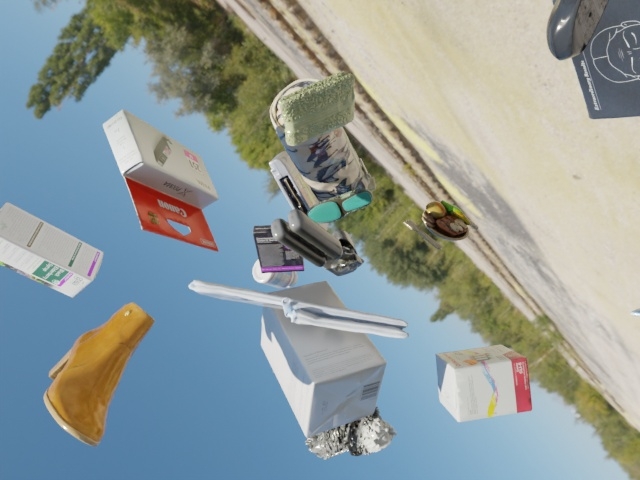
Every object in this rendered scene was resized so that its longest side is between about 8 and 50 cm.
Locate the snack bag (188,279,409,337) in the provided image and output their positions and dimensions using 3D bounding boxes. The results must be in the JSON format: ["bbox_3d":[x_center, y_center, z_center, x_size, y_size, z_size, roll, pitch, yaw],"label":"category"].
[{"bbox_3d":[-0.044,0.124,0.828,0.342,0.037,0.323,12,171,-2],"label":"snack bag"}]

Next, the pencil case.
[{"bbox_3d":[0.015,-0.239,1.239,0.410,0.183,0.160,54,-159,-60],"label":"pencil case"}]

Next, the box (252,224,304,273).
[{"bbox_3d":[-0.103,0.023,1.199,0.162,0.116,0.029,87,-179,-49],"label":"box"}]

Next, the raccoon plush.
[{"bbox_3d":[0.044,0.410,1.311,0.216,0.446,0.299,-25,-101,-35],"label":"raccoon plush"}]

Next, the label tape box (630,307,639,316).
[{"bbox_3d":[0.502,0.133,0.479,0.348,0.115,0.249,3,-179,-42],"label":"label tape box"}]

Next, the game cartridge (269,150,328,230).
[{"bbox_3d":[-0.060,-0.141,1.490,0.294,0.060,0.196,60,-170,-15],"label":"game cartridge"}]

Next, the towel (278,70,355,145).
[{"bbox_3d":[-0.002,-0.238,0.855,0.027,0.148,0.110,56,164,38],"label":"towel"}]

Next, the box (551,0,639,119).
[{"bbox_3d":[0.707,-0.419,0.896,0.293,0.212,0.395,59,170,-20],"label":"box"}]

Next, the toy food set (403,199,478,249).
[{"bbox_3d":[0.313,-0.051,1.177,0.192,0.038,0.132,-24,-125,-39],"label":"toy food set"}]

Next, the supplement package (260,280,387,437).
[{"bbox_3d":[-0.007,0.257,1.086,0.175,0.177,0.293,-10,-143,-24],"label":"supplement package"}]

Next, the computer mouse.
[{"bbox_3d":[0.305,-0.314,0.513,0.041,0.242,0.071,28,-176,43],"label":"computer mouse"}]

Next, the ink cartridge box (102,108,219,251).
[{"bbox_3d":[-0.301,-0.111,0.977,0.239,0.060,0.275,63,-169,17],"label":"ink cartridge box"}]

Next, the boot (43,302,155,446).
[{"bbox_3d":[-0.394,0.223,0.879,0.295,0.211,0.104,20,151,54],"label":"boot"}]

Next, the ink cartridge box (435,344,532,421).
[{"bbox_3d":[0.377,0.331,1.106,0.128,0.176,0.127,-159,62,-83],"label":"ink cartridge box"}]

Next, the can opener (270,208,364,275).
[{"bbox_3d":[0.000,0.000,0.958,0.283,0.076,0.095,36,-148,-51],"label":"can opener"}]

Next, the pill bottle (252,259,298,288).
[{"bbox_3d":[-0.145,0.112,1.564,0.087,0.087,0.160,50,-167,32],"label":"pill bottle"}]

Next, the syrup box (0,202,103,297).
[{"bbox_3d":[-0.641,0.027,1.083,0.237,0.093,0.096,37,-146,-32],"label":"syrup box"}]

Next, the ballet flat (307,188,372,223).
[{"bbox_3d":[0.054,-0.097,1.309,0.070,0.188,0.070,-16,-90,-85],"label":"ballet flat"}]
